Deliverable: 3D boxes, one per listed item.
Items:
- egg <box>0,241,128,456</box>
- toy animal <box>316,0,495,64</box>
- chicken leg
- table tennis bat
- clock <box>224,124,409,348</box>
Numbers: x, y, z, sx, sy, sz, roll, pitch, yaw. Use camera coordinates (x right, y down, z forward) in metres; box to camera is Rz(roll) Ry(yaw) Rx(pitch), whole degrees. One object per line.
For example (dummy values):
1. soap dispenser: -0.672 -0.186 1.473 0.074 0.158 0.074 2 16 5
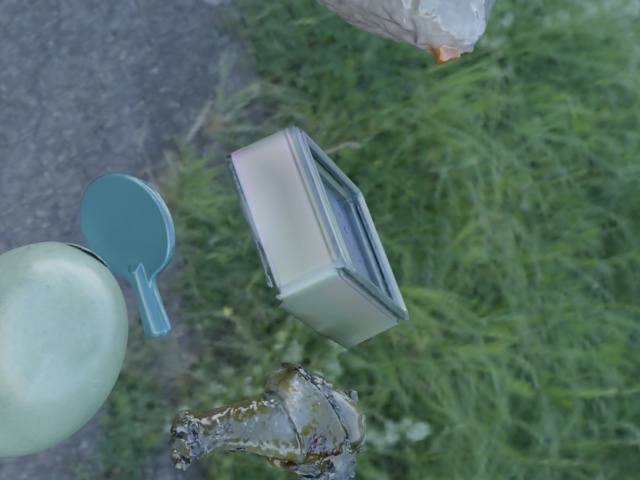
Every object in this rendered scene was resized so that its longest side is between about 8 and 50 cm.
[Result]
1. egg: -0.298 0.113 1.265 0.186 0.253 0.186 31 19 -12
2. toy animal: 0.036 -0.287 1.005 0.226 0.188 0.358 5 50 -30
3. chicken leg: -0.043 0.177 1.185 0.196 0.080 0.125 18 75 -23
4. table tennis bat: -0.259 0.022 1.732 0.040 0.152 0.244 -38 116 -57
5. clock: 0.000 0.000 1.076 0.192 0.071 0.147 41 26 -64
